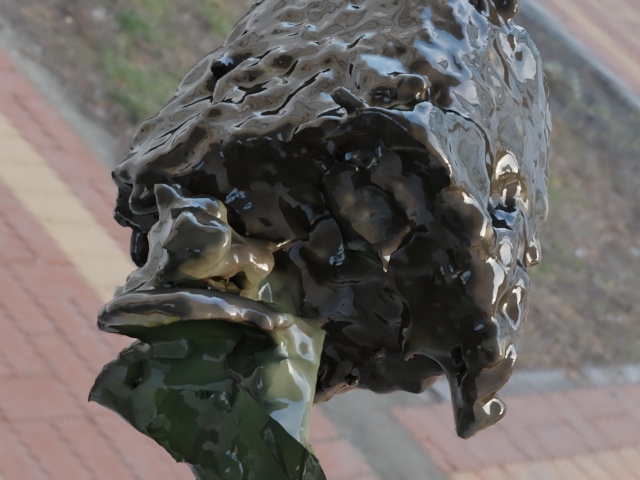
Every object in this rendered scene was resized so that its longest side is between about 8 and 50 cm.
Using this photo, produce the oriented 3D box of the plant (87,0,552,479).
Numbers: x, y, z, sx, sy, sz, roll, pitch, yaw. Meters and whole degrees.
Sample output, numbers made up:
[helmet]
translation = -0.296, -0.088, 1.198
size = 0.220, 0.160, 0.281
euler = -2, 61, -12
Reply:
[plant]
translation = 0.000, 0.000, 0.545
size = 0.142, 0.131, 0.203
euler = 59, 45, -41
